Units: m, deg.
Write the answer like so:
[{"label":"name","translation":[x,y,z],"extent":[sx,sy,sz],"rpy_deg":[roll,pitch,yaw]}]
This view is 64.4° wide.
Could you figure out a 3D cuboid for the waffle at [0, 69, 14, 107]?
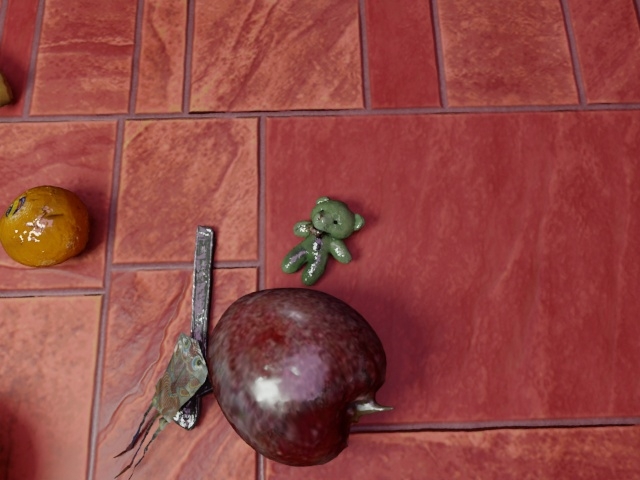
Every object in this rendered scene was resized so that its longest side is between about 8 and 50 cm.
[{"label":"waffle","translation":[-0.730,-0.305,0.801],"extent":[0.304,0.077,0.348],"rpy_deg":[41,35,14]}]

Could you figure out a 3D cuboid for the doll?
[{"label":"doll","translation":[0.000,0.000,0.828],"extent":[0.115,0.077,0.150],"rpy_deg":[30,87,18]}]

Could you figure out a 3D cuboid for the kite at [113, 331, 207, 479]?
[{"label":"kite","translation":[-0.236,0.244,0.740],"extent":[0.016,0.127,0.229],"rpy_deg":[32,94,-32]}]

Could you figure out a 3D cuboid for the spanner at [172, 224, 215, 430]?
[{"label":"spanner","translation":[-0.195,0.131,0.812],"extent":[0.093,0.026,0.325],"rpy_deg":[-1,73,0]}]

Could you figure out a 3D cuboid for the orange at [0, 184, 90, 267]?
[{"label":"orange","translation":[-0.431,-0.019,0.803],"extent":[0.136,0.117,0.135],"rpy_deg":[-25,38,21]}]

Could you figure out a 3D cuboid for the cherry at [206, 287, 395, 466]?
[{"label":"cherry","translation":[-0.040,0.176,0.712],"extent":[0.300,0.203,0.230],"rpy_deg":[29,82,30]}]
